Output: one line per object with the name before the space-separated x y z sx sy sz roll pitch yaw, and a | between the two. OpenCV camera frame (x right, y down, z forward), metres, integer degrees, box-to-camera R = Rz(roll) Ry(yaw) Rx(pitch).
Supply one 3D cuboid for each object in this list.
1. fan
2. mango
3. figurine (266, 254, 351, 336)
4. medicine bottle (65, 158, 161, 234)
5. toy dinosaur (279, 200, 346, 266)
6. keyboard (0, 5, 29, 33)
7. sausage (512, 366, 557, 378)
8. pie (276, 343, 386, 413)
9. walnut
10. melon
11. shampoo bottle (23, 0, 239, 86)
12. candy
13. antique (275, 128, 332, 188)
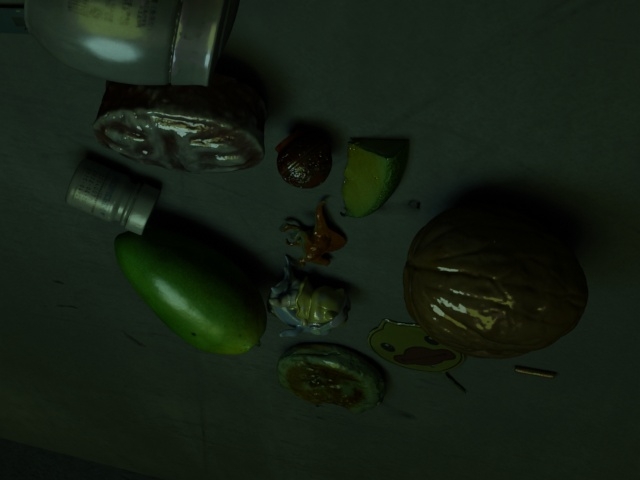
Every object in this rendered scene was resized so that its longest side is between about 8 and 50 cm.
fan | 0.246 0.274 2.180 0.230 0.011 0.335 -14 135 40
mango | -0.276 0.101 2.001 0.382 0.225 0.201 38 103 -18
figurine | -0.033 0.133 2.007 0.184 0.128 0.208 -7 135 31
medicine bottle | -0.416 -0.088 1.882 0.168 0.105 0.105 24 147 -8
toy dinosaur | -0.001 0.001 1.857 0.142 0.057 0.212 22 151 -27
keyboard | -0.499 -0.371 1.580 0.176 0.014 0.055 6 145 19
sausage | 0.479 0.295 2.093 0.100 0.015 0.015 9 146 15
pie | 0.027 0.349 2.352 0.303 0.066 0.302 12 147 8
walnut | 0.304 0.076 1.635 0.313 0.252 0.277 14 149 -12
melon | 0.077 -0.101 1.670 0.114 0.053 0.261 27 147 1
shampoo bottle | -0.240 -0.344 1.254 0.266 0.273 0.273 14 148 -9
candy | -0.228 -0.204 1.568 0.290 0.157 0.214 7 161 6
antique | -0.026 -0.137 1.619 0.104 0.104 0.104 13 147 9
